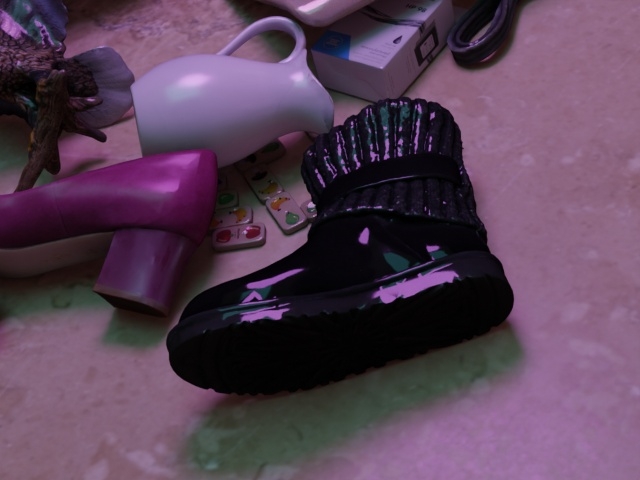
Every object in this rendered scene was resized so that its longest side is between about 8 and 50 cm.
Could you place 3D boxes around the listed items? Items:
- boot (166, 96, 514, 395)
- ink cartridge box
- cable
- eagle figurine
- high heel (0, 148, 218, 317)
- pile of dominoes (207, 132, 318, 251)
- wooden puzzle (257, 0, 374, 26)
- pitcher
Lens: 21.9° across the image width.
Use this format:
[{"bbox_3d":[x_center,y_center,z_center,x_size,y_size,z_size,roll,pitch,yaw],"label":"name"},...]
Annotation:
[{"bbox_3d":[0.001,0.002,1.638,0.348,0.131,0.260,-11,51,-9],"label":"boot"},{"bbox_3d":[0.083,-0.243,1.911,0.104,0.060,0.180,19,55,32],"label":"ink cartridge box"},{"bbox_3d":[0.231,-0.321,1.934,0.287,0.072,0.139,-39,43,-20],"label":"cable"},{"bbox_3d":[-0.384,-0.209,1.903,0.226,0.225,0.298,-44,57,-11],"label":"eagle figurine"},{"bbox_3d":[-0.293,-0.047,1.767,0.377,0.127,0.181,16,75,13],"label":"high heel"},{"bbox_3d":[-0.075,-0.097,1.831,0.196,0.040,0.251,-27,45,-10],"label":"pile of dominoes"},{"bbox_3d":[0.044,-0.384,1.986,0.322,0.080,0.348,-29,27,-12],"label":"wooden puzzle"},{"bbox_3d":[-0.102,-0.164,1.804,0.207,0.125,0.177,-11,53,-7],"label":"pitcher"}]
